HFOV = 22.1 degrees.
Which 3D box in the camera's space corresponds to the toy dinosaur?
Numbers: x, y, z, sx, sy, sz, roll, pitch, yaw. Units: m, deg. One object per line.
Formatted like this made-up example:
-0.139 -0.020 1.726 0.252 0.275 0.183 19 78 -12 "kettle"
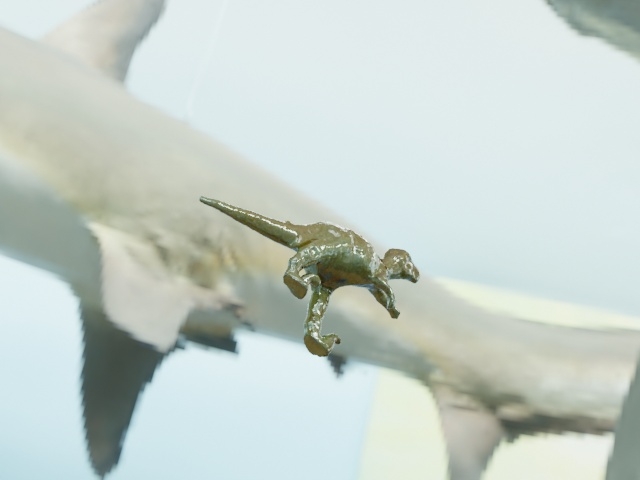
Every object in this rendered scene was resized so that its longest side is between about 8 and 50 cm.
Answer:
0.000 0.000 1.122 0.039 0.126 0.162 -29 -75 41 "toy dinosaur"
